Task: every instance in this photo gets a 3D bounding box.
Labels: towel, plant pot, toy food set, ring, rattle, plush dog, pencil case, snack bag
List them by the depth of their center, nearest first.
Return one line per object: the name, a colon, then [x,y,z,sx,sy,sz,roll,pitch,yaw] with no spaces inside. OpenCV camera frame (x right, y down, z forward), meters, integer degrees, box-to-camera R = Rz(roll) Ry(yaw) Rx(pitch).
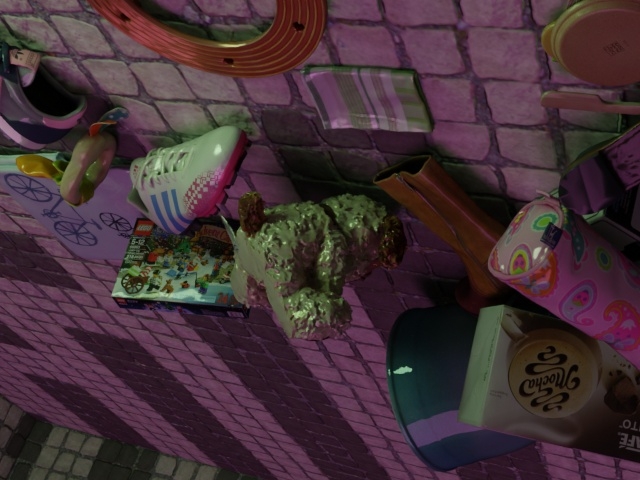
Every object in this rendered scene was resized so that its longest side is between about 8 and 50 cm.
toy food set: [0.289,-0.205,0.969,0.133,0.038,0.192,8,147,9]
ring: [-0.149,-0.305,1.101,0.337,0.032,0.336,18,154,9]
pencil case: [0.334,0.057,1.143,0.284,0.124,0.124,33,152,-20]
towel: [0.058,-0.172,1.210,0.152,0.023,0.113,7,152,26]
plush dog: [0.000,0.000,1.394,0.262,0.226,0.210,24,129,57]
rattle: [-0.384,-0.157,1.495,0.143,0.130,0.199,45,148,14]
plant pot: [0.282,0.213,1.536,0.255,0.271,0.272,-18,136,33]
snack bag: [-0.393,-0.054,1.757,0.343,0.037,0.323,2,149,27]

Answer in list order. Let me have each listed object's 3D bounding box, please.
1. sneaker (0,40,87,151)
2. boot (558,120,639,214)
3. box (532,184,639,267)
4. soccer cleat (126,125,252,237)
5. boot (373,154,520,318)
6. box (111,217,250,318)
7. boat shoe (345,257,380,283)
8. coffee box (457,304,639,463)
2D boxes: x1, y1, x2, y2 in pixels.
sneaker: [-0.468,-0.258,1.371,0.131,0.112,0.319,-21,138,31]
boot: [0.365,-0.108,1.068,0.219,0.106,0.082,-24,103,22]
box: [0.423,0.025,1.244,0.290,0.087,0.169,29,153,-16]
soccer cleat: [-0.212,-0.093,1.456,0.143,0.116,0.331,27,154,-12]
boot: [0.183,0.002,1.378,0.280,0.096,0.264,35,167,-12]
box: [-0.219,0.044,1.638,0.233,0.159,0.044,3,150,14]
boat shoe: [0.054,0.043,1.580,0.060,0.064,0.178,29,150,-12]
coffee box: [0.359,0.205,1.338,0.297,0.168,0.119,14,172,-5]
